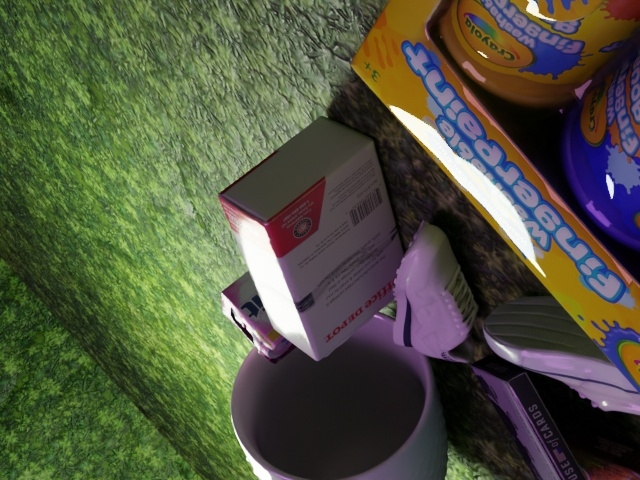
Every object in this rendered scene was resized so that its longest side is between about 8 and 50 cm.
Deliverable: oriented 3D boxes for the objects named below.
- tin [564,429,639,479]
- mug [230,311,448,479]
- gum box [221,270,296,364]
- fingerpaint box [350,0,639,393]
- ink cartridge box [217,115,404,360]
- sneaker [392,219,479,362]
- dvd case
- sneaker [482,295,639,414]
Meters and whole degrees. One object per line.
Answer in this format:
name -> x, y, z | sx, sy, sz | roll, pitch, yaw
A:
tin -> 0.352, 0.280, 1.306 | 0.190, 0.040, 0.106 | 15, 135, 56
mug -> 0.042, 0.334, 1.566 | 0.276, 0.374, 0.328 | -4, 141, 12
gum box -> -0.035, 0.068, 1.510 | 0.107, 0.188, 0.062 | 43, 156, 21
fingerpaint box -> 0.260, -0.075, 0.759 | 0.445, 0.163, 0.371 | 50, 158, 4
ink cartridge box -> 0.000, 0.000, 1.358 | 0.100, 0.172, 0.237 | 31, 150, 41
sneaker -> 0.143, 0.063, 1.327 | 0.095, 0.090, 0.235 | 26, 153, 22
dvd case -> 0.245, 0.224, 1.296 | 0.179, 0.030, 0.238 | 60, 177, 1
sneaker -> 0.270, 0.128, 1.147 | 0.258, 0.094, 0.091 | 17, 139, 54
